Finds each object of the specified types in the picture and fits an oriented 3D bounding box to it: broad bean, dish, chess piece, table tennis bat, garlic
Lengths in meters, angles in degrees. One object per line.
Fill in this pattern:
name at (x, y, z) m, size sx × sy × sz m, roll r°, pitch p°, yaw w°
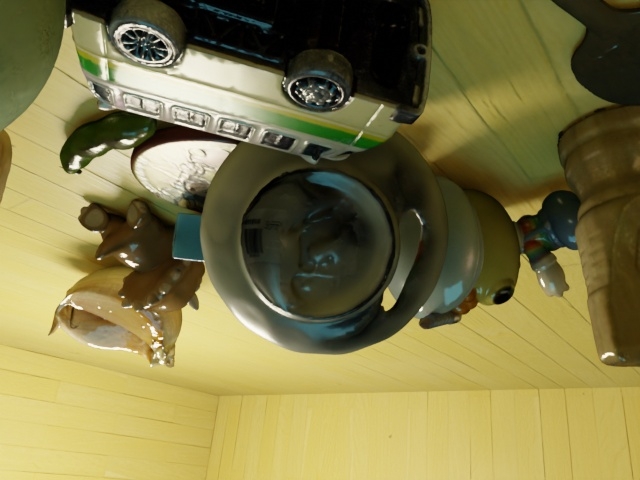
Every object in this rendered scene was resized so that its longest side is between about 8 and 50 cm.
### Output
broad bean at (-0.313, -0.141, 0.779) m, size 0.254 × 0.047 × 0.065 m, roll -13°, pitch 141°, yaw 40°
dish at (0.000, 0.000, 0.664) m, size 0.324 × 0.324 × 0.124 m, roll 4°, pitch -172°, yaw 4°
chess piece at (0.356, -0.003, 0.624) m, size 0.137 × 0.301 × 0.137 m, roll 5°, pitch 153°, yaw 3°
table tennis bat at (-0.090, -0.097, 0.829) m, size 0.414 × 0.051 × 0.268 m, roll 1°, pitch 158°, yaw 17°
table tennis bat at (0.305, -0.199, 0.544) m, size 0.234 × 0.022 × 0.131 m, roll 18°, pitch 154°, yaw -31°
garlic at (-0.480, 0.179, 1.342) m, size 0.313 × 0.249 × 0.286 m, roll 27°, pitch 172°, yaw 1°

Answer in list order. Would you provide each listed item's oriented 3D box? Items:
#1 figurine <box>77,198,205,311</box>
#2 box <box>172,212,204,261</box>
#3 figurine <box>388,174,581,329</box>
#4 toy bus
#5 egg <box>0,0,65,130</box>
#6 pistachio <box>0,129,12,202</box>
figurine at (-0.333, 0.053, 1.062) m, size 0.177 × 0.173 × 0.247 m, roll -3°, pitch 155°, yaw 19°
box at (-0.130, 0.007, 0.976) m, size 0.232 × 0.083 × 0.142 m, roll 5°, pitch 176°, yaw -1°
figurine at (0.271, -0.024, 0.818) m, size 0.381 × 0.225 × 0.205 m, roll -19°, pitch 131°, yaw -2°
toy bus at (-0.064, -0.177, 0.524) m, size 0.305 × 0.143 × 0.179 m, roll 12°, pitch 158°, yaw -14°
egg at (-0.316, -0.218, 0.289) m, size 0.276 × 0.276 × 0.389 m, roll -18°, pitch 118°, yaw 42°
pistachio at (-0.557, -0.081, 0.741) m, size 0.321 × 0.238 × 0.229 m, roll -21°, pitch 151°, yaw 31°
